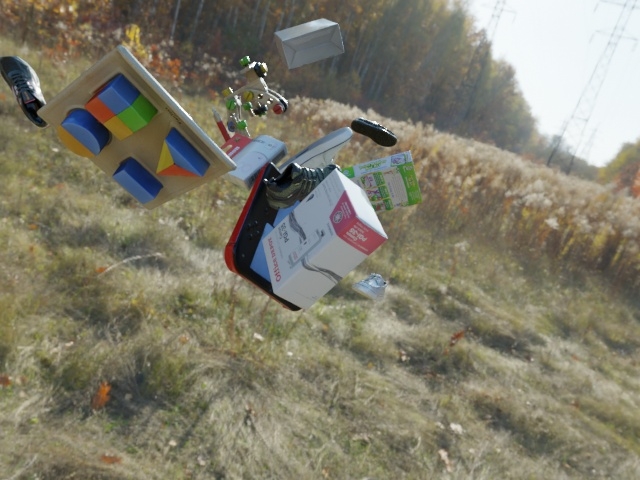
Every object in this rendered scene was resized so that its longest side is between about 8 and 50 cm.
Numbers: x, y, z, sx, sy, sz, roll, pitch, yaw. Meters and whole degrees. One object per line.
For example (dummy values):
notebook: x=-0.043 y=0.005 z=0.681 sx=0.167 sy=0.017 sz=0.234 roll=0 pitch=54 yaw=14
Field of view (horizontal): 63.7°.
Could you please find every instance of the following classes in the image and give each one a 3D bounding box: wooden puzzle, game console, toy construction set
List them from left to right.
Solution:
wooden puzzle: x=-0.399 y=-0.200 z=1.090 sx=0.348 sy=0.080 sz=0.322 roll=-15 pitch=-48 yaw=37
toy construction set: x=-0.294 y=-0.529 z=1.903 sx=0.258 sy=0.237 sz=0.308 roll=-4 pitch=33 yaw=36
game console: x=-0.110 y=0.004 z=1.564 sx=0.060 sy=0.341 sz=0.386 roll=8 pitch=-24 yaw=36

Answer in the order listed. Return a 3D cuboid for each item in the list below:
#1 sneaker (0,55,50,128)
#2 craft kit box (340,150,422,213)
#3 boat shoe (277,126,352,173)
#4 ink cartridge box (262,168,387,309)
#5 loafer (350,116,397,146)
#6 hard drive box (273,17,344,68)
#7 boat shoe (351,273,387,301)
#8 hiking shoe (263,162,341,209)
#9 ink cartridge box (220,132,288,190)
sneaker: x=-0.686 y=-0.347 z=1.208 sx=0.072 sy=0.178 sz=0.077 roll=-32 pitch=27 yaw=-13
craft kit box: x=0.214 y=-0.186 z=1.786 sx=0.247 sy=0.060 sz=0.249 roll=-11 pitch=-32 yaw=13
boat shoe: x=-0.002 y=-0.311 z=2.097 sx=0.156 sy=0.367 sz=0.135 roll=53 pitch=19 yaw=-19
ink cartridge box: x=0.000 y=0.000 z=1.258 sx=0.117 sy=0.283 sz=0.207 roll=32 pitch=25 yaw=-36
loafer: x=0.246 y=-0.495 z=2.295 sx=0.220 sy=0.080 sz=0.078 roll=27 pitch=50 yaw=-4
hard drive box: x=-0.042 y=-0.631 z=1.639 sx=0.181 sy=0.089 sz=0.232 roll=-17 pitch=30 yaw=-2
boat shoe: x=0.132 y=0.114 z=1.293 sx=0.066 sy=0.063 sz=0.184 roll=25 pitch=-1 yaw=27
hiking shoe: x=-0.044 y=-0.165 z=1.410 sx=0.227 sy=0.114 sz=0.086 roll=-25 pitch=57 yaw=-12
ink cartridge box: x=-0.249 y=-0.267 z=1.612 sx=0.232 sy=0.066 sz=0.189 roll=29 pitch=62 yaw=26
